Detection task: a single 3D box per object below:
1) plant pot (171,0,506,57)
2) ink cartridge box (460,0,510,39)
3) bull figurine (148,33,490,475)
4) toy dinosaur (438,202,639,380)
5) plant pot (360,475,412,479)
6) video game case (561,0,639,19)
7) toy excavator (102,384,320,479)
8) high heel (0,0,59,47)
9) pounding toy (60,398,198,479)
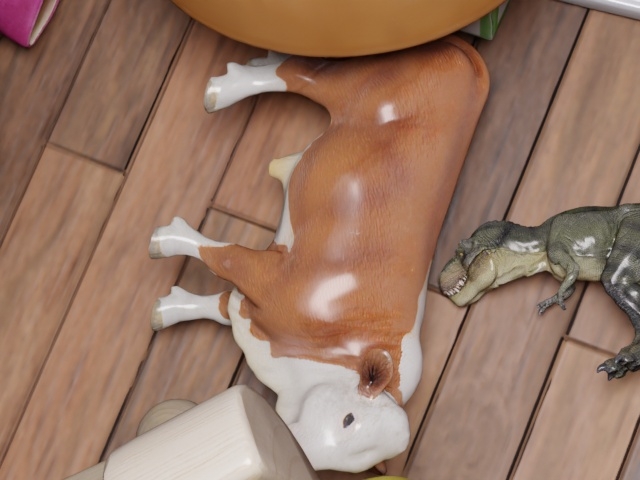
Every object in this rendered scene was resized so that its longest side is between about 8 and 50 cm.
[{"bbox_3d":[0.009,-0.283,1.049,0.291,0.203,0.291,-3,58,5],"label":"plant pot"},{"bbox_3d":[0.098,-0.240,1.171,0.109,0.062,0.209,18,63,13],"label":"ink cartridge box"},{"bbox_3d":[0.000,0.000,1.113,0.188,0.101,0.310,15,68,14],"label":"bull figurine"},{"bbox_3d":[0.210,0.021,1.106,0.268,0.064,0.118,-13,68,2],"label":"toy dinosaur"},{"bbox_3d":[0.040,0.198,1.063,0.134,0.134,0.095,-18,50,4],"label":"plant pot"},{"bbox_3d":[0.269,-0.221,1.172,0.201,0.023,0.183,15,79,12],"label":"video game case"},{"bbox_3d":[0.069,0.331,0.875,0.222,0.445,0.433,-27,42,5],"label":"toy excavator"},{"bbox_3d":[-0.142,-0.240,1.209,0.244,0.082,0.117,-36,75,-1],"label":"high heel"},{"bbox_3d":[-0.093,0.232,1.092,0.183,0.110,0.237,-35,45,9],"label":"pounding toy"}]
